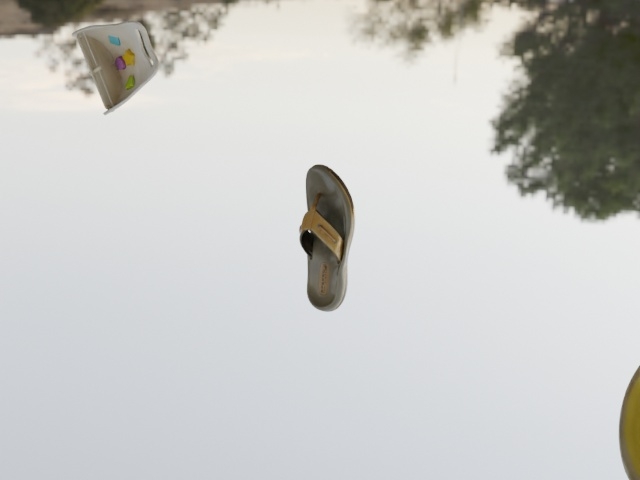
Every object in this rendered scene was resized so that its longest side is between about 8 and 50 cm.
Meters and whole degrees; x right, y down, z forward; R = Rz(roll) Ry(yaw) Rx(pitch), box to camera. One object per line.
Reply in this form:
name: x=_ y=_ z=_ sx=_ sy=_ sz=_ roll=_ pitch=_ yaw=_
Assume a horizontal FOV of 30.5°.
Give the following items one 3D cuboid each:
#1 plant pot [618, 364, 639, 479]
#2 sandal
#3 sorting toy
plant pot: x=0.441 y=0.198 z=1.168 sx=0.239 sy=0.254 sz=0.254 roll=11 pitch=-168 yaw=-21
sandal: x=0.000 y=0.000 z=1.401 sx=0.072 sy=0.180 sz=0.049 roll=12 pitch=-166 yaw=41
sorting toy: x=-0.184 y=-0.171 z=1.106 sx=0.075 sy=0.083 sz=0.045 roll=-17 pitch=-174 yaw=42
